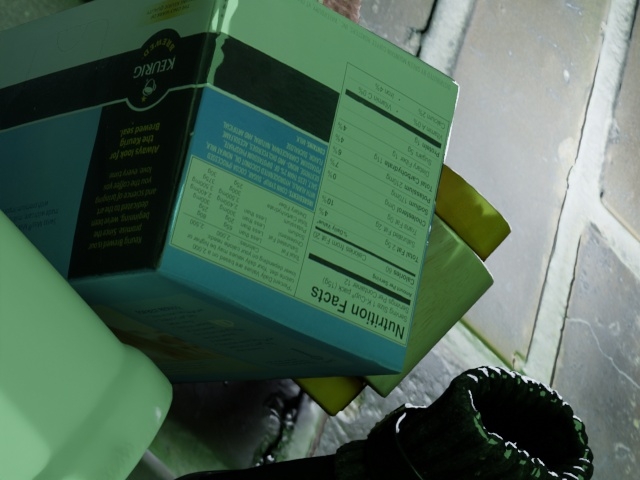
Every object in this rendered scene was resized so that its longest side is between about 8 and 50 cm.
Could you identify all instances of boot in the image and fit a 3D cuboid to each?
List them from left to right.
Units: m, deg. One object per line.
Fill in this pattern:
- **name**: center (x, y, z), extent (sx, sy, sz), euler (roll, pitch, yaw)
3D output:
- **boot**: center (0.033, 0.204, 1.435), extent (0.348, 0.260, 0.131), euler (-8, 74, -50)

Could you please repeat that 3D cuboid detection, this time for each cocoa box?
- **cocoa box**: center (-0.110, -0.031, 1.319), extent (0.231, 0.347, 0.228), euler (25, 69, -37)

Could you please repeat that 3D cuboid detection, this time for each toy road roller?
- **toy road roller**: center (0.000, 0.000, 1.505), extent (0.240, 0.202, 0.329), euler (44, -4, -1)

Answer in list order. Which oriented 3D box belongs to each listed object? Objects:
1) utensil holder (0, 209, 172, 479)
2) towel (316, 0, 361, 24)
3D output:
- **utensil holder**: center (-0.334, 0.053, 1.075), extent (0.385, 0.327, 0.327), euler (50, 40, -11)
- **towel**: center (-0.100, -0.271, 1.758), extent (0.370, 0.040, 0.271), euler (34, 46, -30)
